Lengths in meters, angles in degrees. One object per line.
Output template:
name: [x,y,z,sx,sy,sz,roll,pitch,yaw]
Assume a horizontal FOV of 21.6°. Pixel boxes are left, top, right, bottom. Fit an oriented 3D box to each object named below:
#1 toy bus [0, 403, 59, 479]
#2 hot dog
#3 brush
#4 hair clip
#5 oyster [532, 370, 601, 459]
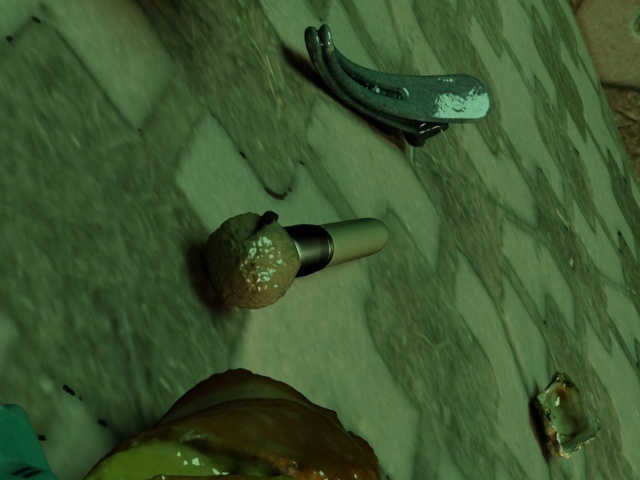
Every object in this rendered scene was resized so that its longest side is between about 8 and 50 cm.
toy bus: [-0.078,0.113,0.347,0.160,0.091,0.079,67,15,-1]
hot dog: [-0.017,0.104,0.550,0.123,0.093,0.261,66,16,-7]
brush: [0.000,0.000,0.847,0.042,0.039,0.299,67,15,2]
hair clip: [0.037,-0.099,1.084,0.229,0.070,0.039,10,62,-62]
oyster: [0.180,0.133,1.253,0.051,0.034,0.093,51,28,1]
